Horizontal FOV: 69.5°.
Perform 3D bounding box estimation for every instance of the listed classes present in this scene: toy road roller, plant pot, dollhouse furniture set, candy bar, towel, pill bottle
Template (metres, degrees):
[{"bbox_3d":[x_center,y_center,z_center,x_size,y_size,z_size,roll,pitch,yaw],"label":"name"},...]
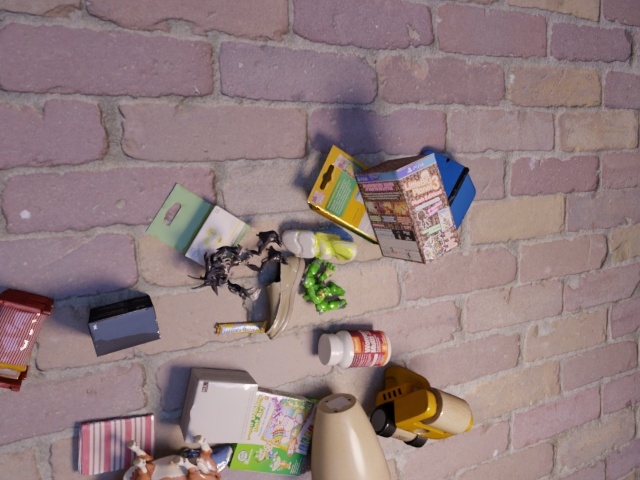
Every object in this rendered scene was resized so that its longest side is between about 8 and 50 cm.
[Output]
[{"bbox_3d":[0.324,0.532,1.548,0.203,0.329,0.240,27,47,-25],"label":"toy road roller"},{"bbox_3d":[0.075,0.640,1.463,0.257,0.256,0.274,-14,99,-23],"label":"plant pot"},{"bbox_3d":[-0.846,0.196,1.054,0.374,0.152,0.201,19,86,-25],"label":"dollhouse furniture set"},{"bbox_3d":[-0.240,0.269,1.414,0.162,0.018,0.040,1,94,-26],"label":"candy bar"},{"bbox_3d":[-0.565,0.565,1.287,0.197,0.029,0.144,2,94,-28],"label":"towel"},{"bbox_3d":[0.112,0.359,1.527,0.221,0.121,0.121,5,92,-25],"label":"pill bottle"}]

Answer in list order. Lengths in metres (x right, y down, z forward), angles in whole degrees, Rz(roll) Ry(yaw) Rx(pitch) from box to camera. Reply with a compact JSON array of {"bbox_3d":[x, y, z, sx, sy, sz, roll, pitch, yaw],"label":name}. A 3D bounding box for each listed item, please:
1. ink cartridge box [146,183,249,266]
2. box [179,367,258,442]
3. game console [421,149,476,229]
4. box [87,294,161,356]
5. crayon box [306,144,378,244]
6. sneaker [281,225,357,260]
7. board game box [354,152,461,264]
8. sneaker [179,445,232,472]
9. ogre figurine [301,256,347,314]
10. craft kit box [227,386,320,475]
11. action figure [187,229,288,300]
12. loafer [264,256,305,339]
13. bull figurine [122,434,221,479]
[{"bbox_3d":[-0.347,-0.031,1.321,0.235,0.056,0.171,34,81,-25],"label":"ink cartridge box"},{"bbox_3d":[-0.299,0.481,1.349,0.182,0.119,0.180,12,90,-25],"label":"box"},{"bbox_3d":[0.417,-0.135,1.678,0.250,0.173,0.293,28,81,7],"label":"game console"},{"bbox_3d":[-0.512,0.218,1.207,0.156,0.158,0.093,-13,100,-23],"label":"box"},{"bbox_3d":[0.112,-0.142,1.506,0.323,0.083,0.203,28,83,-25],"label":"crayon box"},{"bbox_3d":[0.000,0.000,1.475,0.240,0.126,0.091,15,118,0],"label":"sneaker"},{"bbox_3d":[0.262,-0.096,1.406,0.141,0.232,0.291,-26,105,-22],"label":"board game box"},{"bbox_3d":[-0.363,0.654,1.356,0.211,0.080,0.081,-16,102,-23],"label":"sneaker"},{"bbox_3d":[0.007,0.154,1.481,0.118,0.097,0.197,-37,125,-36],"label":"ogre figurine"},{"bbox_3d":[-0.144,0.608,1.469,0.247,0.061,0.249,19,86,-22],"label":"craft kit box"},{"bbox_3d":[-0.221,0.074,1.289,0.276,0.141,0.164,-30,129,-30],"label":"action figure"},{"bbox_3d":[-0.129,0.169,1.417,0.092,0.102,0.268,21,73,-16],"label":"loafer"},{"bbox_3d":[-0.431,0.628,1.248,0.311,0.101,0.188,-6,122,-7],"label":"bull figurine"}]
